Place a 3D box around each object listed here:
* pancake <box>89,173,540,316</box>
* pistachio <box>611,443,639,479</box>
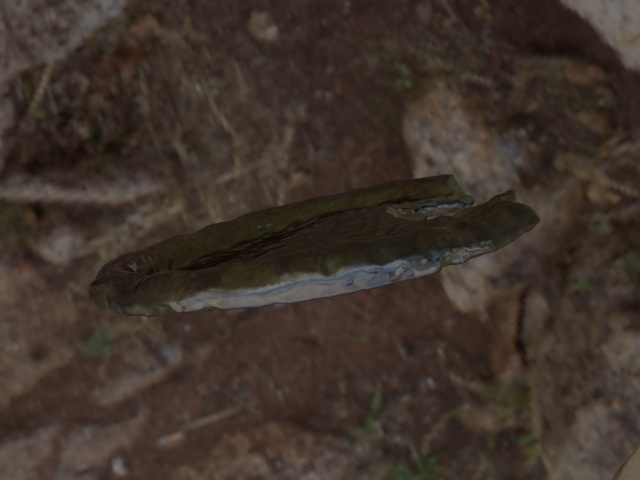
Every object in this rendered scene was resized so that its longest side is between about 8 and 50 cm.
[{"bbox_3d":[0.000,0.000,1.056,0.286,0.033,0.288,-9,-172,33],"label":"pancake"},{"bbox_3d":[0.378,0.245,1.615,0.309,0.230,0.230,-54,149,-31],"label":"pistachio"}]
